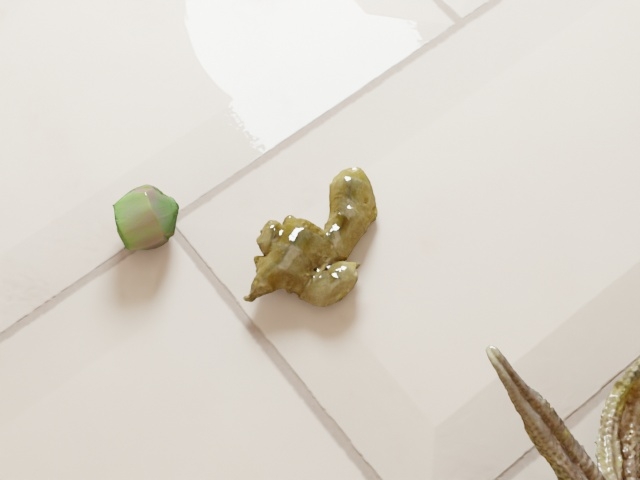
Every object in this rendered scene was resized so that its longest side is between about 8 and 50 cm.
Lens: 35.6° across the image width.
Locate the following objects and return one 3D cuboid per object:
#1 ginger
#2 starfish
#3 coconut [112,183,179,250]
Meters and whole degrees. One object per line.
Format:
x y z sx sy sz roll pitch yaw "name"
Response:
-0.006 -0.009 1.229 0.133 0.059 0.214 17 68 2 "ginger"
0.331 0.285 1.016 0.132 0.383 0.398 -22 54 32 "starfish"
-0.212 -0.029 1.222 0.081 0.083 0.082 -26 32 -3 "coconut"
